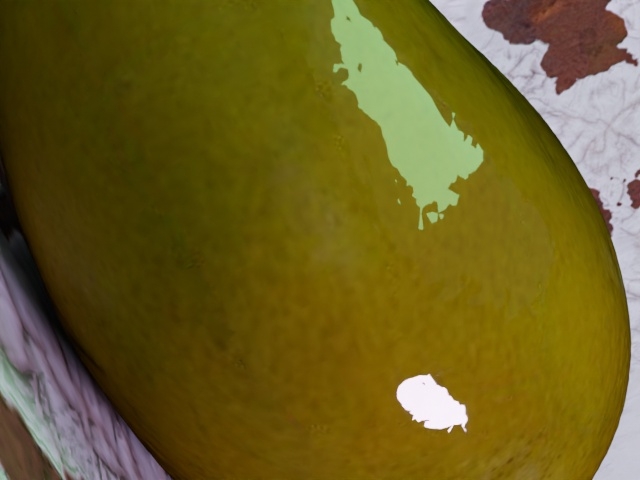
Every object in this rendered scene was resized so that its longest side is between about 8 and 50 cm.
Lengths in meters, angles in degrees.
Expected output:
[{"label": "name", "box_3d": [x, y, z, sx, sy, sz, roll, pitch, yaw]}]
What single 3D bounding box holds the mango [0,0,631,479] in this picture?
[{"label": "mango", "box_3d": [0.000, 0.000, 0.478, 0.211, 0.173, 0.317, 64, 6, 32]}]
